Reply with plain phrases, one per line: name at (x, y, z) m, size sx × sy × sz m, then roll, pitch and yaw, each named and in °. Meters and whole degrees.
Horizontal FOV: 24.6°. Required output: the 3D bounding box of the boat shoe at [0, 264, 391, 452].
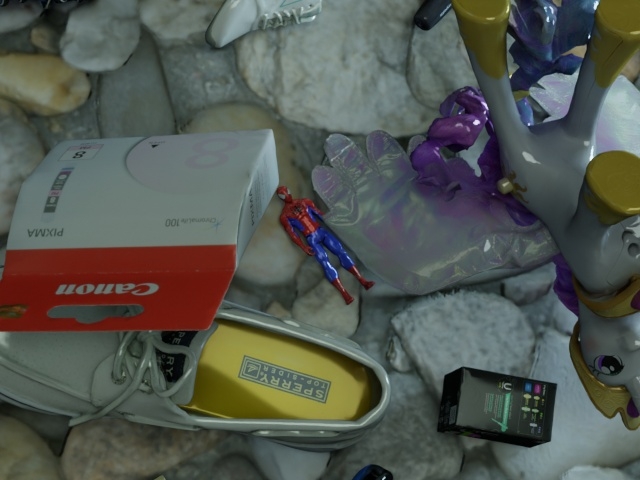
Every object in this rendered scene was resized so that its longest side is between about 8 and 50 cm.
boat shoe at (-0.118, 0.091, 1.141) m, size 0.367 × 0.156 × 0.135 m, roll 16°, pitch 76°, yaw -7°

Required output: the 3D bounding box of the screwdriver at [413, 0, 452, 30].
screwdriver at (0.141, -0.250, 1.330) m, size 0.170 × 0.024 × 0.025 m, roll -46°, pitch 119°, yaw -21°

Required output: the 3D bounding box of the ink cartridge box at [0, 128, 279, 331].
ink cartridge box at (-0.145, -0.013, 1.105) m, size 0.189 × 0.232 × 0.066 m, roll -2°, pitch 113°, yaw 13°

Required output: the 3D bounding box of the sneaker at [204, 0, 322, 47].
sneaker at (-0.034, -0.210, 1.271) m, size 0.152 × 0.054 × 0.061 m, roll -40°, pitch 90°, yaw -15°

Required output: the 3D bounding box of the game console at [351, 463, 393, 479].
game console at (0.042, 0.358, 1.082) m, size 0.173 × 0.250 × 0.293 m, roll 24°, pitch 63°, yaw 17°

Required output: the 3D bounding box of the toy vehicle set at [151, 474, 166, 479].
toy vehicle set at (-0.128, 0.342, 1.151) m, size 0.166 × 0.035 × 0.267 m, roll -30°, pitch 85°, yaw -15°

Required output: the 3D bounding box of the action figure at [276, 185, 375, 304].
action figure at (0.000, 0.000, 1.248) m, size 0.038 × 0.030 × 0.115 m, roll -38°, pitch 85°, yaw -10°

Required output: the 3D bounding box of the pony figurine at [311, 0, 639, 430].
pony figurine at (0.178, -0.044, 1.127) m, size 0.303 × 0.363 × 0.351 m, roll -25°, pitch 57°, yaw -9°

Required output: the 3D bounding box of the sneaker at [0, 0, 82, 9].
sneaker at (-0.256, -0.243, 1.201) m, size 0.147 × 0.130 × 0.330 m, roll 44°, pitch 75°, yaw 3°

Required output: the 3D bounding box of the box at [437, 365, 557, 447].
box at (0.148, 0.140, 1.226) m, size 0.083 × 0.062 × 0.052 m, roll 10°, pitch 76°, yaw -8°
